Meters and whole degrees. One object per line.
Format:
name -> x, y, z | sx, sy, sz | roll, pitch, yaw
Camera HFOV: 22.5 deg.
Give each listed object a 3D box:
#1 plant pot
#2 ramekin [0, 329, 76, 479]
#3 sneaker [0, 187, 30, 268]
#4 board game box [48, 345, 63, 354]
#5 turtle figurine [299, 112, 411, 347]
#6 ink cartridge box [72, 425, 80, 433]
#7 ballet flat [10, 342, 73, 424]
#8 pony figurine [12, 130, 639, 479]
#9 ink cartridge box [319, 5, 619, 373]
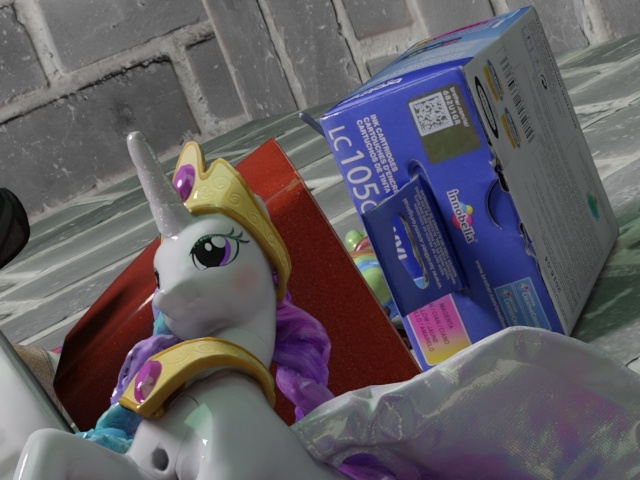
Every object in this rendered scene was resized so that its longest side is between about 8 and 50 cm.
plant pot -> -0.057, 0.104, 1.243 | 0.236, 0.267, 0.267 | -31, 11, 1
ramekin -> -0.215, 0.183, 1.111 | 0.127, 0.273, 0.273 | -35, 13, -10
sneaker -> -0.364, 0.136, 1.261 | 0.202, 0.185, 0.482 | 9, -52, -36
board game box -> -0.229, 0.135, 1.923 | 0.347, 0.056, 0.208 | -22, 7, -6
turtle figurine -> 0.000, 0.000, 1.654 | 0.275, 0.197, 0.266 | 20, -7, 2
ink cartridge box -> -0.285, 0.249, 1.417 | 0.333, 0.065, 0.165 | -28, 12, -24
ballet flat -> -0.283, 0.157, 1.608 | 0.106, 0.107, 0.316 | -11, -10, -18
pony figurine -> 0.001, 0.142, 0.800 | 0.303, 0.351, 0.363 | -34, 26, 28
ink cartridge box -> 0.146, -0.049, 1.515 | 0.151, 0.270, 0.395 | -19, 11, 22
